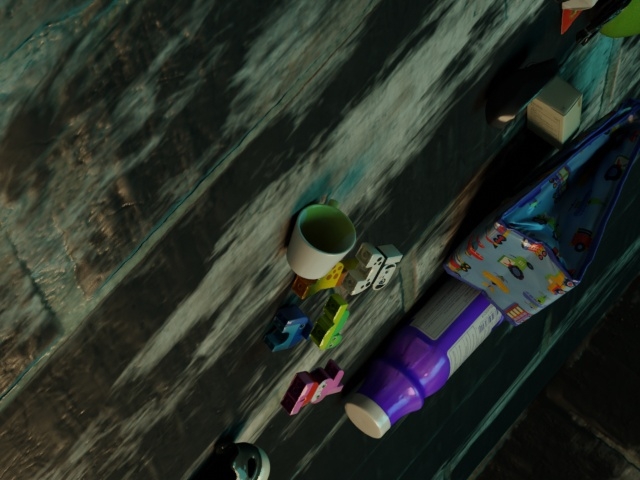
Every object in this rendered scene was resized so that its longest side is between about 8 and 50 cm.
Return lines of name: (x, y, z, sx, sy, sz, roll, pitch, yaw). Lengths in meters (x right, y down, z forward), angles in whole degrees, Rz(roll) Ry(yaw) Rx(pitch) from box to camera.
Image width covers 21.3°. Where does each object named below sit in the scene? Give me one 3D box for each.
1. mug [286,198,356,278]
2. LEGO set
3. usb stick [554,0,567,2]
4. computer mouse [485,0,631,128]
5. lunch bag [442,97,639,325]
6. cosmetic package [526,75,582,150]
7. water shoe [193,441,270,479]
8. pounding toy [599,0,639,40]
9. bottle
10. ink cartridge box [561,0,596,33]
mug: (0.001, 0.003, 1.705, 0.078, 0.062, 0.064, -30, 161, -38)
LEGO set: (0.018, 0.069, 1.824, 0.093, 0.087, 0.227, -10, 137, -44)
usb stick: (0.307, -0.371, 1.769, 0.077, 0.045, 0.278, 12, 116, -54)
computer mouse: (0.274, -0.218, 1.977, 0.242, 0.041, 0.071, -44, 180, -19)
lunch bag: (0.325, -0.057, 2.248, 0.293, 0.138, 0.221, -51, -179, -23)
cosmetic package: (0.294, -0.163, 2.137, 0.041, 0.060, 0.115, -50, 165, -11)
water shoe: (-0.142, 0.317, 1.980, 0.080, 0.073, 0.203, 25, 99, -51)
pounding toy: (0.441, -0.306, 2.109, 0.183, 0.110, 0.237, -56, 169, 9)
bottle: (0.147, 0.151, 2.329, 0.283, 0.092, 0.118, -45, 161, -23)
ink cartridge box: (0.352, -0.337, 1.948, 0.189, 0.066, 0.232, -50, 159, -8)
